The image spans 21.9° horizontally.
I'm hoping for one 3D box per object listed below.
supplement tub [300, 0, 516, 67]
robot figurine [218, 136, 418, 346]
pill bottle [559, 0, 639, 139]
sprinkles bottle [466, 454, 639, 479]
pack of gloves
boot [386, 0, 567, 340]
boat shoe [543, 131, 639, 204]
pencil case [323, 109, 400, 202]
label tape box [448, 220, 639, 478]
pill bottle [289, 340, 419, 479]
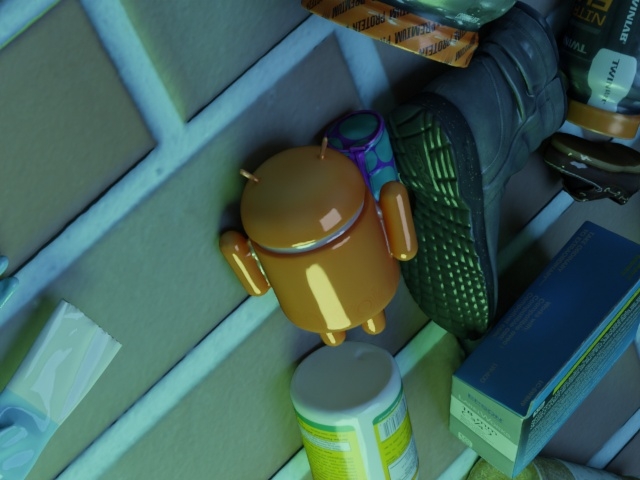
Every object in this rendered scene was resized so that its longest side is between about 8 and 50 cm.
[{"bbox_3d":[0.114,-0.338,1.455,0.207,0.207,0.338,9,106,-47],"label":"supplement tub"},{"bbox_3d":[0.002,-0.001,1.589,0.128,0.158,0.219,-52,135,-32],"label":"robot figurine"},{"bbox_3d":[0.336,-0.235,1.785,0.130,0.130,0.246,2,110,-45],"label":"pill bottle"},{"bbox_3d":[0.329,0.343,2.113,0.355,0.121,0.121,20,97,-48],"label":"sprinkles bottle"},{"bbox_3d":[-0.312,0.129,1.439,0.195,0.046,0.232,43,77,-36],"label":"pack of gloves"},{"bbox_3d":[0.188,-0.067,1.759,0.222,0.118,0.338,-43,144,-32],"label":"boot"},{"bbox_3d":[0.313,-0.074,1.891,0.207,0.073,0.073,8,118,-51],"label":"boat shoe"},{"bbox_3d":[0.049,-0.055,1.655,0.064,0.070,0.152,-10,129,10],"label":"pencil case"},{"bbox_3d":[0.257,0.108,1.826,0.240,0.106,0.334,-47,163,-15],"label":"label tape box"},{"bbox_3d":[0.042,0.218,1.764,0.117,0.117,0.208,-35,133,-25],"label":"pill bottle"}]
